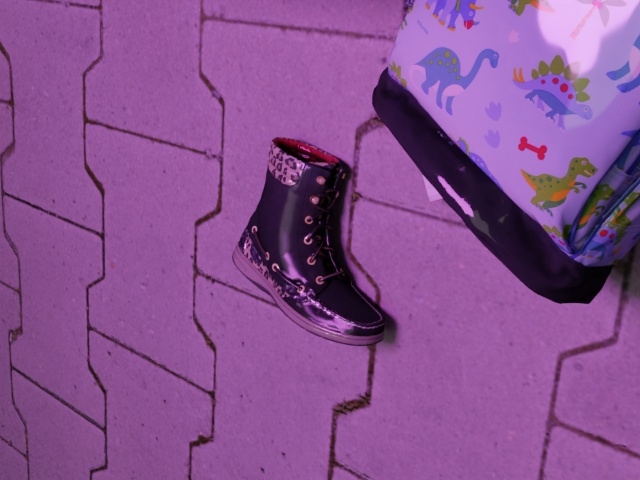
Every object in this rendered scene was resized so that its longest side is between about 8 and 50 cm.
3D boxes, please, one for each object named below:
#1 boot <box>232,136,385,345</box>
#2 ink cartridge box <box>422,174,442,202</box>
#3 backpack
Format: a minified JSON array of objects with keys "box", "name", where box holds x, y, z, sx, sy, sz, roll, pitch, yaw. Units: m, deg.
[{"box":[-0.002,0.000,0.988,0.236,0.085,0.178,34,120,33],"name":"boot"},{"box":[0.130,-0.103,0.876,0.063,0.029,0.115,-14,91,44],"name":"ink cartridge box"},{"box":[0.215,-0.166,0.655,0.355,0.273,0.290,-45,64,20],"name":"backpack"}]
